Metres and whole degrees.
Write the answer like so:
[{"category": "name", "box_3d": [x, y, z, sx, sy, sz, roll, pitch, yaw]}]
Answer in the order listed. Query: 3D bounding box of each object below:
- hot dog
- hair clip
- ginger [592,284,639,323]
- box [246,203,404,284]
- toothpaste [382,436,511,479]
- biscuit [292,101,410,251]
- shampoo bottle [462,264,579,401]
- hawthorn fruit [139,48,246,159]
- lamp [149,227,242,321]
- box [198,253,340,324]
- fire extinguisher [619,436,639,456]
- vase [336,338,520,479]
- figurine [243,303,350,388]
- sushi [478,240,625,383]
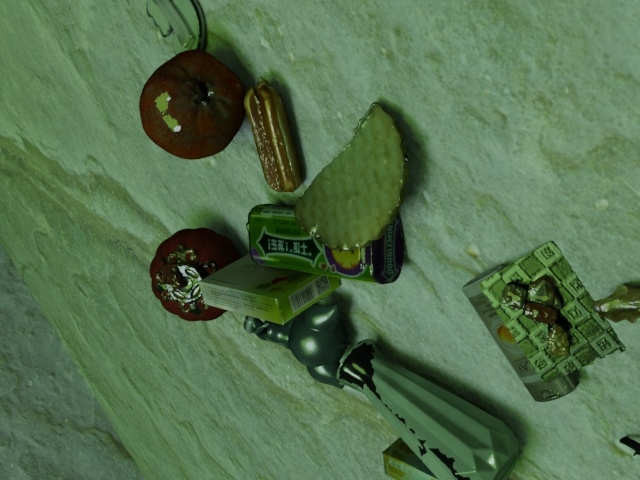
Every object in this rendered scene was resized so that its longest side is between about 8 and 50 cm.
[{"category": "hot dog", "box_3d": [-0.090, -0.203, 1.318, 0.092, 0.062, 0.235, 14, 126, 41]}, {"category": "hair clip", "box_3d": [-0.305, -0.462, 1.394, 0.220, 0.054, 0.140, 55, 136, 1]}, {"category": "ginger", "box_3d": [0.455, 0.088, 0.943, 0.137, 0.044, 0.057, -2, 82, 41]}, {"category": "box", "box_3d": [0.000, 0.000, 1.322, 0.346, 0.097, 0.134, 5, 102, 44]}, {"category": "toothpaste", "box_3d": [0.271, 0.486, 1.352, 0.313, 0.089, 0.071, 14, 118, 42]}, {"category": "biscuit", "box_3d": [0.066, -0.082, 1.164, 0.273, 0.036, 0.187, -47, 57, 31]}, {"category": "shampoo bottle", "box_3d": [0.326, 0.153, 1.107, 0.086, 0.056, 0.227, -34, 88, 48]}, {"category": "hawthorn fruit", "box_3d": [-0.264, -0.264, 1.372, 0.210, 0.210, 0.262, 66, 161, -8]}, {"category": "lamp", "box_3d": [-0.291, 0.082, 1.590, 0.227, 0.227, 0.226, 26, 130, 34]}, {"category": "box", "box_3d": [-0.111, 0.092, 1.436, 0.260, 0.175, 0.062, 6, 117, 44]}, {"category": "fire extinguisher", "box_3d": [0.563, 0.402, 1.009, 0.267, 0.072, 0.089, 47, 176, 14]}, {"category": "vase", "box_3d": [0.195, 0.334, 1.292, 0.360, 0.165, 0.165, 34, 135, 33]}, {"category": "figurine", "box_3d": [-0.051, 0.187, 1.468, 0.265, 0.140, 0.193, 11, 105, 16]}, {"category": "sushi", "box_3d": [0.351, 0.120, 1.036, 0.139, 0.031, 0.201, -35, 87, 25]}]
